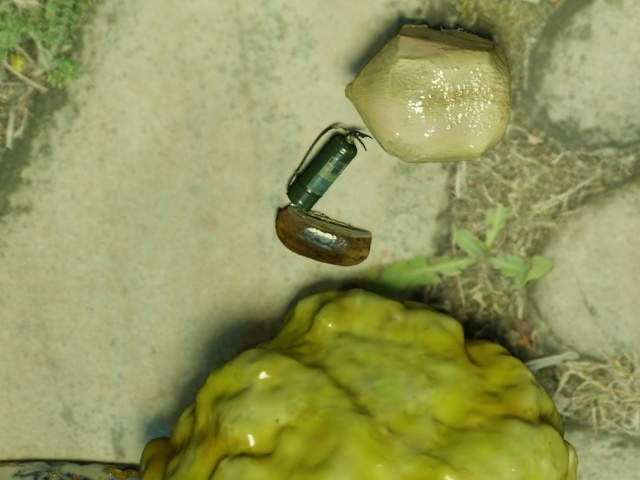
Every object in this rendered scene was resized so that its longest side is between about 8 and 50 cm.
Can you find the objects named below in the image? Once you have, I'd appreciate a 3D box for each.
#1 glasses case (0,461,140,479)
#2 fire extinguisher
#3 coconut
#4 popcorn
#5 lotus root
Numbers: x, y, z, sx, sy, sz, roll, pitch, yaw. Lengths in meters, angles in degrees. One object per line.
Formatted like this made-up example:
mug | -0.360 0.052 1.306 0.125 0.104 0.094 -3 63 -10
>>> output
glasses case | -0.193 0.241 1.389 0.248 0.087 0.065 4 127 -1
fire extinguisher | 0.005 -0.063 1.278 0.038 0.025 0.083 45 110 8
coconut | 0.081 -0.114 1.209 0.125 0.110 0.110 2 115 -6
popcorn | 0.034 0.199 1.248 0.334 0.292 0.293 -27 99 1
lotus root | 0.000 0.001 1.304 0.083 0.030 0.037 19 115 -6
